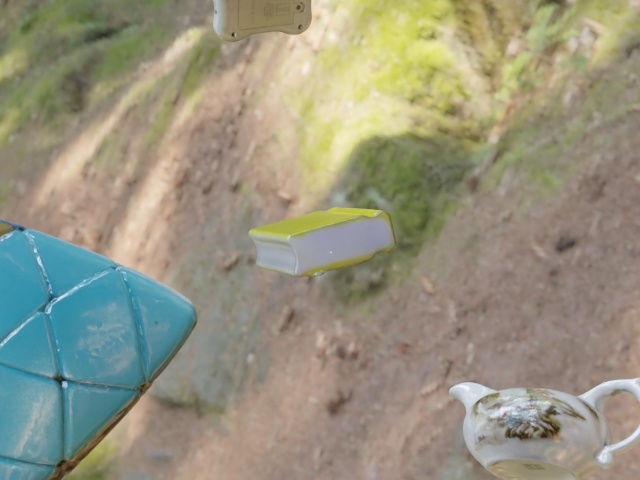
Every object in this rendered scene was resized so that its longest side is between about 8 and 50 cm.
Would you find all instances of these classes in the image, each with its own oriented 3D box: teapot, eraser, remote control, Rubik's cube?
[{"bbox_3d":[0.314,0.262,1.785,0.204,0.298,0.139,53,-139,-52],"label":"teapot"},{"bbox_3d":[0.000,0.000,1.869,0.226,0.158,0.069,-170,68,-72],"label":"eraser"},{"bbox_3d":[-0.067,-0.272,1.489,0.032,0.122,0.074,45,138,52],"label":"remote control"},{"bbox_3d":[-0.226,0.060,1.038,0.254,0.254,0.254,-158,90,-78],"label":"Rubik's cube"}]
